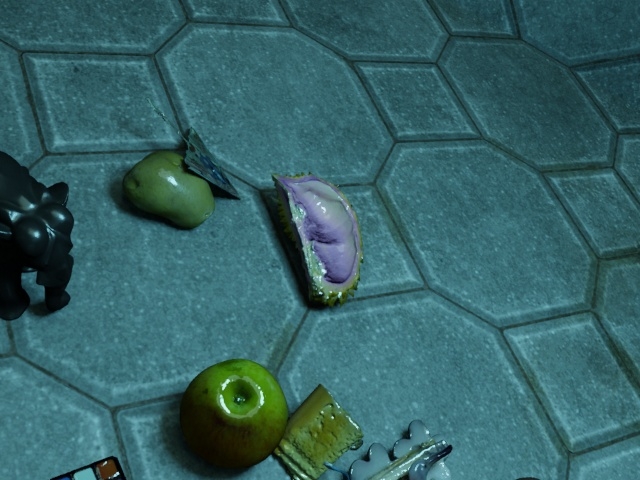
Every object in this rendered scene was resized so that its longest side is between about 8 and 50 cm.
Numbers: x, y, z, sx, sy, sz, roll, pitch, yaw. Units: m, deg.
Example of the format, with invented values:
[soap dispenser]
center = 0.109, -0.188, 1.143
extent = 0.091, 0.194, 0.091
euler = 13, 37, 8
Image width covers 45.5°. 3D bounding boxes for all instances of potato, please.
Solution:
[potato]
center = -0.320, -0.106, 1.648
extent = 0.194, 0.157, 0.157
euler = 42, 45, -11

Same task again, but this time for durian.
[durian]
center = 0.001, 0.000, 1.741
extent = 0.191, 0.112, 0.341
euler = -3, 63, -40

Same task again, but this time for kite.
[kite]
center = -0.282, -0.203, 1.728
extent = 0.314, 0.011, 0.335
euler = 47, 9, -20

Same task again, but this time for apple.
[apple]
center = -0.152, 0.305, 1.364
extent = 0.196, 0.196, 0.196
euler = 14, 49, -16

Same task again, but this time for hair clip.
[hair clip]
center = 0.164, 0.445, 1.481
extent = 0.257, 0.075, 0.146
euler = -21, 80, -29

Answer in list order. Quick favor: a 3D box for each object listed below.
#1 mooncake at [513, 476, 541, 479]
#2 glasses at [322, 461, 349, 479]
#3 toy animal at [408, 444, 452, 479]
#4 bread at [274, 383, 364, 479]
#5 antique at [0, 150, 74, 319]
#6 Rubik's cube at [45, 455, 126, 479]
[mooncake]
center = 0.450, 0.612, 1.416
extent = 0.333, 0.174, 0.326
euler = 6, 49, -21
[glasses]
center = -0.005, 0.476, 1.294
extent = 0.088, 0.220, 0.190
euler = 3, 45, 24
[toy animal]
center = 0.178, 0.542, 1.387
extent = 0.195, 0.090, 0.324
euler = 5, 63, -25
[bread]
center = 0.004, 0.370, 1.473
extent = 0.140, 0.169, 0.160
euler = 46, 7, 13
[antique]
center = -0.570, -0.027, 1.376
extent = 0.322, 0.255, 0.185
euler = 43, 45, 8
[Rubik's cube]
center = -0.369, 0.458, 1.123
extent = 0.184, 0.187, 0.182
euler = -12, 59, -36
